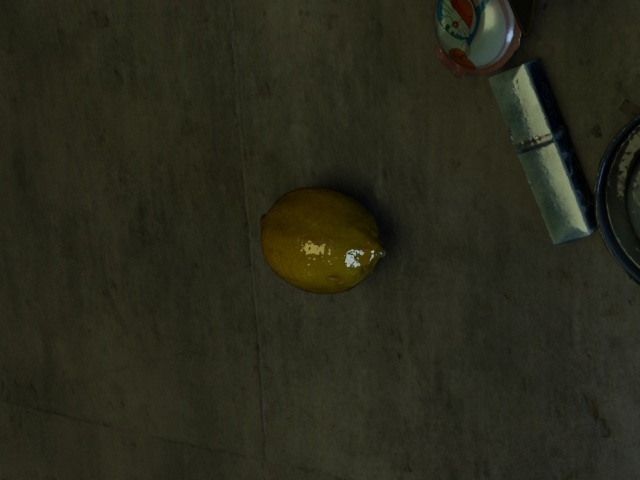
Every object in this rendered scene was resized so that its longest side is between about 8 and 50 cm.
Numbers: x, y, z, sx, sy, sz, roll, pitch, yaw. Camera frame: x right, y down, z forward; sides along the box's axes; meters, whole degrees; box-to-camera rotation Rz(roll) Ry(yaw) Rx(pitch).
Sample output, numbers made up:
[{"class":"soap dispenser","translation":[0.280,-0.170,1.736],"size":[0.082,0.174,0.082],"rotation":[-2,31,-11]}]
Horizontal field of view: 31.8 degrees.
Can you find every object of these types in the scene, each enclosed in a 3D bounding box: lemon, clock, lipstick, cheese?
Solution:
[{"class":"lemon","translation":[0.000,0.000,1.948],"size":[0.256,0.188,0.188],"rotation":[17,114,32]},{"class":"clock","translation":[0.570,-0.059,1.657],"size":[0.325,0.067,0.325],"rotation":[10,110,29]},{"class":"lipstick","translation":[0.354,-0.136,1.756],"size":[0.076,0.077,0.290],"rotation":[-18,97,33]},{"class":"cheese","translation":[0.255,-0.374,1.716],"size":[0.189,0.074,0.286],"rotation":[52,136,23]}]

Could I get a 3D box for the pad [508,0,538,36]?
[{"class":"pad","translation":[0.223,-0.498,1.521],"size":[0.315,0.063,0.375],"rotation":[91,167,-56]}]
